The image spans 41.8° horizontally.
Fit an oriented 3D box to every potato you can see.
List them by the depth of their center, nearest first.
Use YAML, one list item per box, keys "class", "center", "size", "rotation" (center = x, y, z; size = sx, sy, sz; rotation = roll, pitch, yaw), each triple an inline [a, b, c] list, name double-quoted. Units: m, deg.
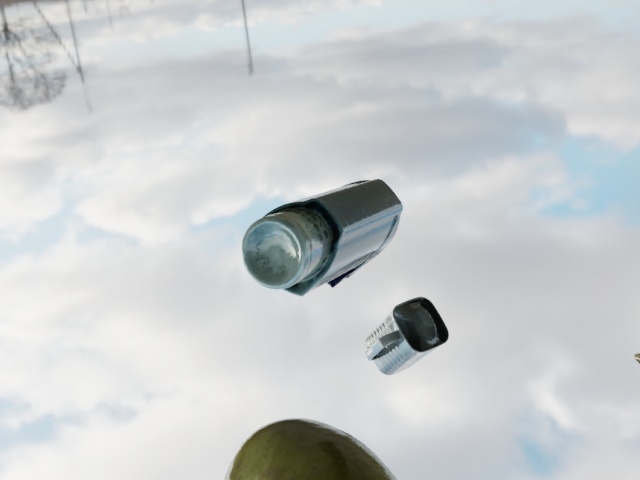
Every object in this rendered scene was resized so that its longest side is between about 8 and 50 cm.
- class: "potato"
  center: [-0.004, 0.292, 0.835]
  size: [0.228, 0.148, 0.197]
  rotation: [17, -123, 45]

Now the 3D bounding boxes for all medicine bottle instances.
- class: "medicine bottle"
  center: [0.000, 0.000, 0.807]
  size: [0.124, 0.079, 0.258]
  rotation: [-40, 173, 22]

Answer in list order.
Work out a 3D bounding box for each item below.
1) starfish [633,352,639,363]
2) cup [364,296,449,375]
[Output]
- class: "starfish"
  center: [0.369, 0.277, 0.678]
  size: [0.082, 0.432, 0.324]
  rotation: [-35, 154, 25]
- class: "cup"
  center: [0.139, 0.176, 1.475]
  size: [0.128, 0.095, 0.129]
  rotation: [-18, 159, -35]
